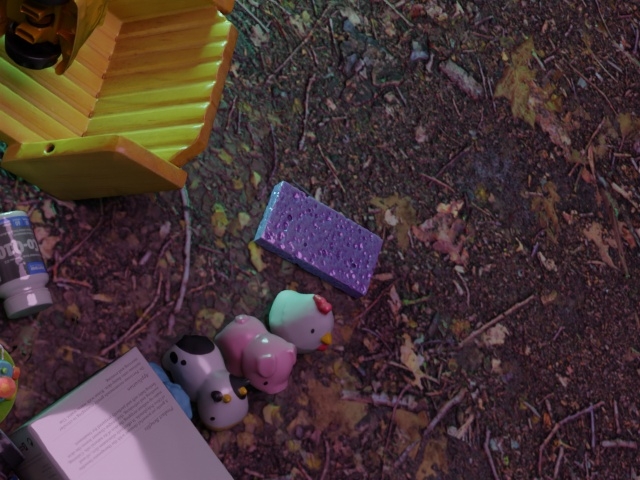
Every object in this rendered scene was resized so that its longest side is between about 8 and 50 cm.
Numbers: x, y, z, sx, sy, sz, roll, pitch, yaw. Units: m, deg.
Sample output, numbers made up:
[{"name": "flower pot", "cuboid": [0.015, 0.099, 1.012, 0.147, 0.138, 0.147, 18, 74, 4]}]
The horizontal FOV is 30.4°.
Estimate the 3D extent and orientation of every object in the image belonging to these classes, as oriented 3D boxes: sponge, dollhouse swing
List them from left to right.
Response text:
[{"name": "dollhouse swing", "cuboid": [-0.344, -0.287, 1.676, 0.305, 0.315, 0.347, 50, 45, -48]}, {"name": "sponge", "cuboid": [0.000, 0.000, 1.946, 0.210, 0.031, 0.117, 30, 58, -19]}]

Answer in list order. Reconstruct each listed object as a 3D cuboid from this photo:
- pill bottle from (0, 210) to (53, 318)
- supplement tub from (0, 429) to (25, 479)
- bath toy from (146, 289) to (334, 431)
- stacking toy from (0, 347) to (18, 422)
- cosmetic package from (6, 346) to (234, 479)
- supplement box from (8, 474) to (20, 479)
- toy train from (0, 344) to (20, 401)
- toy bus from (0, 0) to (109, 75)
[{"name": "pill bottle", "cuboid": [-0.424, 0.035, 1.635, 0.078, 0.078, 0.137, -15, 79, -35]}, {"name": "supplement tub", "cuboid": [-0.462, 0.311, 1.450, 0.198, 0.106, 0.106, -43, 96, -18]}, {"name": "bath toy", "cuboid": [-0.104, 0.174, 1.749, 0.348, 0.129, 0.151, -27, 86, -37]}, {"name": "stacking toy", "cuboid": [-0.557, 0.147, 1.521, 0.309, 0.130, 0.279, -32, 115, -34]}, {"name": "cosmetic package", "cuboid": [-0.235, 0.353, 1.576, 0.197, 0.155, 0.365, -35, 92, -37]}, {"name": "supplement box", "cuboid": [-0.403, 0.366, 1.526, 0.083, 0.056, 0.083, 46, 54, -9]}, {"name": "toy train", "cuboid": [-0.455, 0.190, 1.498, 0.166, 0.046, 0.125, -40, 120, -31]}, {"name": "toy bus", "cuboid": [-0.383, -0.364, 1.596, 0.220, 0.149, 0.211, 29, 48, 1]}]
